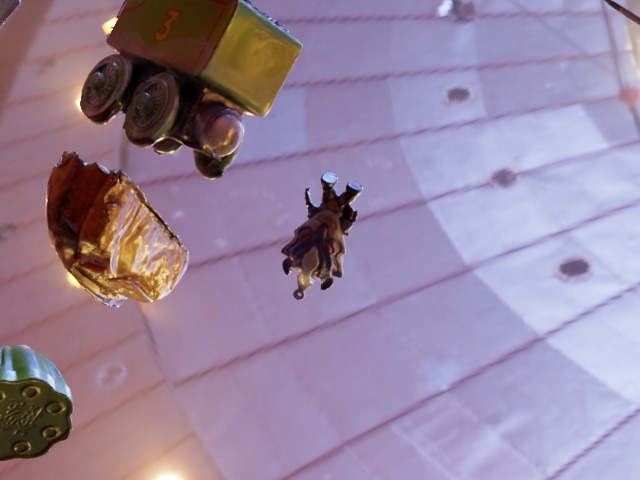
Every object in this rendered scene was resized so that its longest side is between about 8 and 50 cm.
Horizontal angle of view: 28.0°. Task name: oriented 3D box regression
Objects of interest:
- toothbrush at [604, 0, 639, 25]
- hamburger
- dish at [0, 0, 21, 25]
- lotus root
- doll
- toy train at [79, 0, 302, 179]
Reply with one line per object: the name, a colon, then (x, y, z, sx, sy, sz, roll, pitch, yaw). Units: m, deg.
toothbrush: (0.472, -0.370, 2.037, 0.011, 0.167, 0.014, -57, -177, 19)
hamburger: (-0.255, 0.003, 1.544, 0.124, 0.262, 0.131, 20, -109, 25)
dish: (-0.460, -0.304, 1.716, 0.154, 0.064, 0.234, -53, -158, -18)
lotus root: (-0.485, 0.228, 2.027, 0.186, 0.186, 0.186, -14, -138, 13)
doll: (0.000, 0.000, 1.812, 0.096, 0.195, 0.070, 23, -157, 5)
toy train: (-0.191, -0.236, 1.799, 0.307, 0.173, 0.249, 25, -91, 48)
